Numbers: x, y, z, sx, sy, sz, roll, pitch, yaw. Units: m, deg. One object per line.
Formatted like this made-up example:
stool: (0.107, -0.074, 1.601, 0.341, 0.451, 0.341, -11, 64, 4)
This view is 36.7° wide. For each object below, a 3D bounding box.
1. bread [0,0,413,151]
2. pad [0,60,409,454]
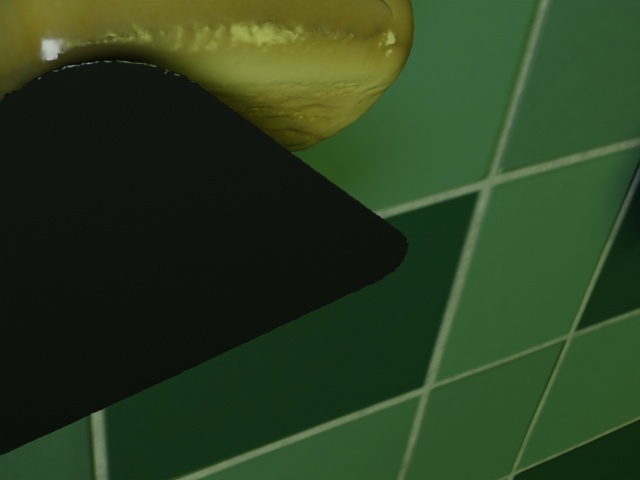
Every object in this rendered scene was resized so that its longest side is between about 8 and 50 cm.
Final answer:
bread: (-0.066, -0.096, 0.461, 0.217, 0.098, 0.147, -6, 160, -32)
pad: (-0.180, 0.008, 0.487, 0.375, 0.063, 0.315, -26, 148, 23)
